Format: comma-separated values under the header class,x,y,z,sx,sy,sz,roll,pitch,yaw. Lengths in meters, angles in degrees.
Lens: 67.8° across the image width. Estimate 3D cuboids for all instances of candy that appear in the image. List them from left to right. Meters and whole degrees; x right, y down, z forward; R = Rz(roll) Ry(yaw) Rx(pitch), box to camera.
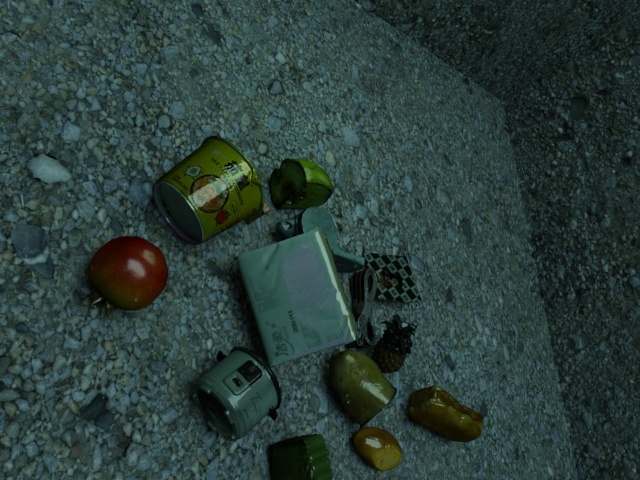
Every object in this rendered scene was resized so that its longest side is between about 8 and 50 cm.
class,x,y,z,sx,sy,sz,roll,pitch,yaw
candy,-0.251,-0.113,1.821,0.038,0.121,0.062,-35,96,-47

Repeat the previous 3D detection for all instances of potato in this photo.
class,x,y,z,sx,sy,sz,roll,pitch,yaw
potato,0.144,0.545,1.835,0.266,0.229,0.229,48,46,7

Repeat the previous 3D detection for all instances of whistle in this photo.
class,x,y,z,sx,sy,sz,roll,pitch,yaw
whistle,-0.001,0.029,1.938,0.405,0.168,0.188,46,48,-15

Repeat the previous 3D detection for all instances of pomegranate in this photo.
class,x,y,z,sx,sy,sz,roll,pitch,yaw
pomegranate,-0.575,0.111,1.401,0.257,0.221,0.221,-46,104,-15

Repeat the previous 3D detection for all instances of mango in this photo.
class,x,y,z,sx,sy,sz,roll,pitch,yaw
mango,0.212,0.797,1.838,0.217,0.102,0.141,31,78,-23

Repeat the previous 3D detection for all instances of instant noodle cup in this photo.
class,x,y,z,sx,sy,sz,roll,pitch,yaw
instant noodle cup,-0.388,-0.155,1.613,0.254,0.325,0.326,-40,99,-34

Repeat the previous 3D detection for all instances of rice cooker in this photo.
class,x,y,z,sx,sy,sz,roll,pitch,yaw
rice cooker,-0.251,0.469,1.491,0.280,0.241,0.227,40,47,20

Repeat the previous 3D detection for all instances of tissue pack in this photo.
class,x,y,z,sx,sy,sz,roll,pitch,yaw
tissue pack,-0.079,0.200,1.692,0.205,0.331,0.405,44,27,-83

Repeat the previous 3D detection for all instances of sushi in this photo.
class,x,y,z,sx,sy,sz,roll,pitch,yaw
sushi,0.327,0.184,2.230,0.289,0.050,0.264,8,53,-35

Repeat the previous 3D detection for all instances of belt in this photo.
class,x,y,z,sx,sy,sz,roll,pitch,yaw
belt,0.176,0.286,2.028,0.126,0.094,0.360,28,56,-27

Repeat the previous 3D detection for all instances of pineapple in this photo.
class,x,y,z,sx,sy,sz,roll,pitch,yaw
pineapple,0.297,0.410,1.937,0.141,0.310,0.170,-25,55,-31

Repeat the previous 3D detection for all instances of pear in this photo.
class,x,y,z,sx,sy,sz,roll,pitch,yaw
pear,-0.048,-0.241,1.967,0.255,0.238,0.164,-1,66,-39

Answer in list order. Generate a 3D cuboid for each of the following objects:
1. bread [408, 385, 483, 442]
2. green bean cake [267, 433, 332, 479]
class,x,y,z,sx,sy,sz,roll,pitch,yaw
bread,0.547,0.766,2.070,0.344,0.195,0.149,35,47,-21
green bean cake,-0.066,0.743,1.547,0.113,0.214,0.201,8,66,-44
